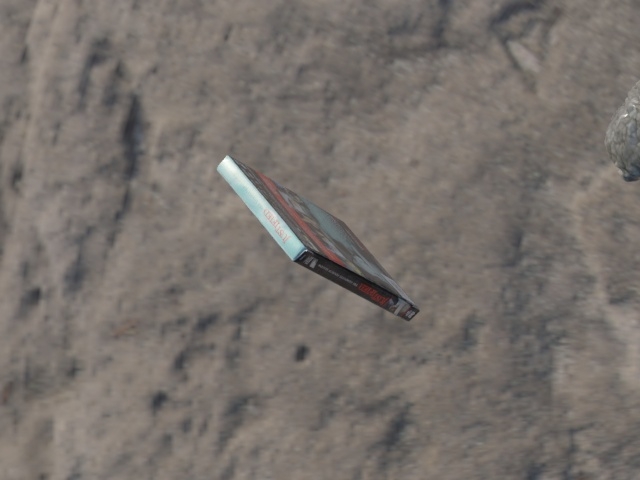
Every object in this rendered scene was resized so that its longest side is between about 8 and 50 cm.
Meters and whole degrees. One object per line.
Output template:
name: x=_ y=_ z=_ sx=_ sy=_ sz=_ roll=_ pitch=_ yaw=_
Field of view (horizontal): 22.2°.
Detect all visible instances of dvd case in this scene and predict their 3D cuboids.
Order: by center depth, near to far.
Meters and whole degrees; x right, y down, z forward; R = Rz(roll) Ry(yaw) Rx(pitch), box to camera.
dvd case: x=0.000 y=0.000 z=0.926 sx=0.013 sy=0.119 sz=0.087 roll=-49 pitch=52 yaw=11

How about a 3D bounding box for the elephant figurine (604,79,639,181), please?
elephant figurine: x=0.169 y=-0.098 z=0.417 sx=0.239 sy=0.169 sz=0.186 roll=26 pitch=82 yaw=48
